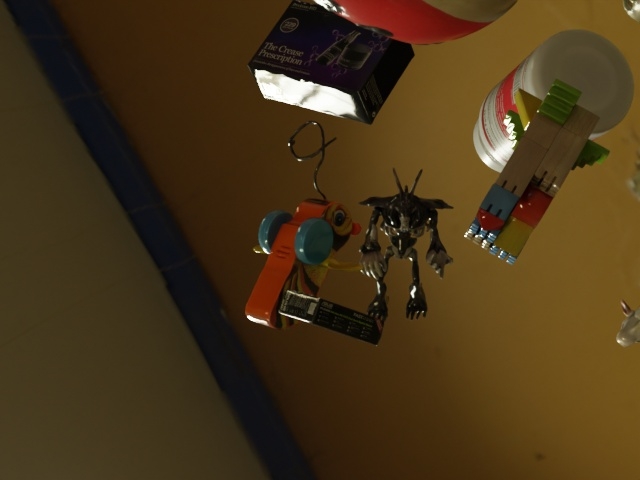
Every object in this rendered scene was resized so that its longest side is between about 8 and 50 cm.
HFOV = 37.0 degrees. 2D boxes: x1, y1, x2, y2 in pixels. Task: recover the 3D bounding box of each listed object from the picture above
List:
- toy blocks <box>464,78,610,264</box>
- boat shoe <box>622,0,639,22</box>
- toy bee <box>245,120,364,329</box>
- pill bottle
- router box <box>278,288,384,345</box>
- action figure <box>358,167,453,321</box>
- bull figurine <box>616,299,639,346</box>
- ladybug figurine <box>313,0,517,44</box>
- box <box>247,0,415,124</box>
[{"bbox_3d":[0.355,-0.084,1.693,0.190,0.261,0.381,31,169,9],"label":"toy blocks"},{"bbox_3d":[0.471,-0.351,1.334,0.302,0.103,0.113,23,-118,-52],"label":"boat shoe"},{"bbox_3d":[0.000,0.000,1.457,0.162,0.298,0.195,22,-166,-49],"label":"toy bee"},{"bbox_3d":[0.489,-0.282,2.109,0.229,0.229,0.407,64,164,5],"label":"pill bottle"},{"bbox_3d":[0.016,0.108,1.352,0.122,0.092,0.038,22,-98,-33],"label":"router box"},{"bbox_3d":[0.145,0.020,1.640,0.141,0.164,0.276,-93,2,-57],"label":"action figure"},{"bbox_3d":[0.650,0.100,1.613,0.188,0.310,0.101,52,-158,-76],"label":"bull figurine"},{"bbox_3d":[0.056,-0.374,1.195,0.449,0.162,0.305,22,-149,-27],"label":"ladybug figurine"},{"bbox_3d":[0.020,-0.349,1.850,0.184,0.261,0.103,-57,-33,-23],"label":"box"}]
